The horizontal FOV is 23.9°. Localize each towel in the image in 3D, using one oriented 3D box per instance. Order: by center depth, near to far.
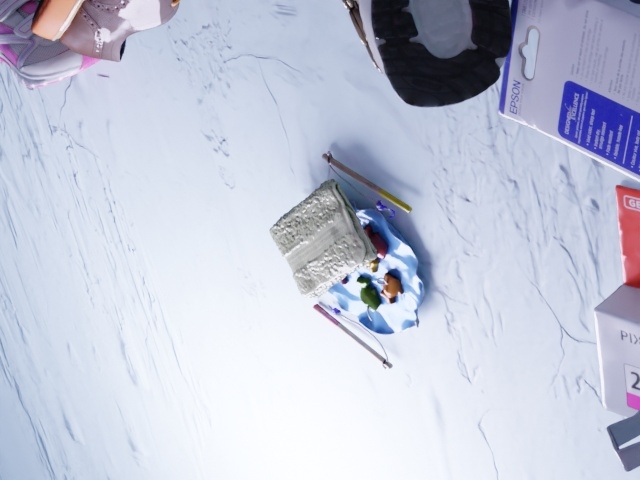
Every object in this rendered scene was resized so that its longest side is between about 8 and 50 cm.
[{"bbox_3d":[0.000,0.000,1.761,0.148,0.027,0.110,-36,80,49],"label":"towel"}]

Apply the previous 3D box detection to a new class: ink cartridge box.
[{"bbox_3d":[0.312,-0.123,1.323,0.333,0.065,0.165,30,138,28],"label":"ink cartridge box"},{"bbox_3d":[0.384,0.090,1.417,0.275,0.060,0.239,18,132,41],"label":"ink cartridge box"}]

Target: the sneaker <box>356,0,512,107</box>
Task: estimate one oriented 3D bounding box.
[{"bbox_3d":[0.056,-0.328,1.393,0.182,0.158,0.410,-144,43,-75],"label":"sneaker"}]

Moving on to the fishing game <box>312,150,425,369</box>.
[{"bbox_3d":[0.047,0.036,1.779,0.189,0.041,0.264,38,141,27],"label":"fishing game"}]

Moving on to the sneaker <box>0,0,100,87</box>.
[{"bbox_3d":[-0.383,-0.279,1.967,0.252,0.103,0.111,22,135,37],"label":"sneaker"}]

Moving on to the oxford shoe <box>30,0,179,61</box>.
[{"bbox_3d":[-0.200,-0.333,1.731,0.133,0.130,0.364,28,142,-19],"label":"oxford shoe"}]

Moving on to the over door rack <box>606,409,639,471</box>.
[{"bbox_3d":[0.415,0.181,1.265,0.239,0.324,0.108,62,176,-11],"label":"over door rack"}]

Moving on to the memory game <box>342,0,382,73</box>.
[{"bbox_3d":[0.027,-0.250,1.490,0.186,0.012,0.186,-24,-90,-82],"label":"memory game"}]
